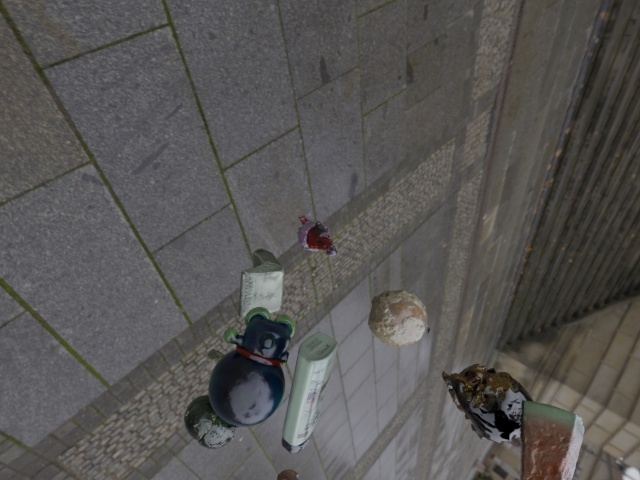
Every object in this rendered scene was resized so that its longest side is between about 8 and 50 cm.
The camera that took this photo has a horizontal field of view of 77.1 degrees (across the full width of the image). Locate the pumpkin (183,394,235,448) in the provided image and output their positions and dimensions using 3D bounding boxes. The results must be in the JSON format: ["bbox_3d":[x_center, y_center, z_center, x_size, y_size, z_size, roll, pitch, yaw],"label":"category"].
[{"bbox_3d":[-0.377,0.620,1.381,0.146,0.190,0.190,-33,139,-15],"label":"pumpkin"}]

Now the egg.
[{"bbox_3d":[0.350,0.350,1.813,0.311,0.279,0.278,14,103,-56],"label":"egg"}]

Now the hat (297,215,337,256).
[{"bbox_3d":[0.002,-0.004,1.485,0.129,0.227,0.139,-15,113,-20],"label":"hat"}]

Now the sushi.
[{"bbox_3d":[0.474,0.450,1.146,0.214,0.203,0.200,-17,171,-19],"label":"sushi"}]

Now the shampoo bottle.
[{"bbox_3d":[-0.028,0.402,1.055,0.134,0.078,0.358,-30,139,-50],"label":"shampoo bottle"}]

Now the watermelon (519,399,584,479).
[{"bbox_3d":[0.501,0.515,0.905,0.193,0.140,0.256,50,55,-45],"label":"watermelon"}]

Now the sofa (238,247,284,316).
[{"bbox_3d":[-0.259,0.163,1.598,0.176,0.225,0.209,-3,115,-26],"label":"sofa"}]

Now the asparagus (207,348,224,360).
[{"bbox_3d":[-0.432,0.477,1.671,0.045,0.178,0.041,-22,89,-30],"label":"asparagus"}]

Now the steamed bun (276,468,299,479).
[{"bbox_3d":[-0.109,0.943,1.458,0.107,0.175,0.144,-6,118,-2],"label":"steamed bun"}]

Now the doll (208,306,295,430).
[{"bbox_3d":[-0.182,0.345,1.062,0.186,0.199,0.321,176,-70,-82],"label":"doll"}]
